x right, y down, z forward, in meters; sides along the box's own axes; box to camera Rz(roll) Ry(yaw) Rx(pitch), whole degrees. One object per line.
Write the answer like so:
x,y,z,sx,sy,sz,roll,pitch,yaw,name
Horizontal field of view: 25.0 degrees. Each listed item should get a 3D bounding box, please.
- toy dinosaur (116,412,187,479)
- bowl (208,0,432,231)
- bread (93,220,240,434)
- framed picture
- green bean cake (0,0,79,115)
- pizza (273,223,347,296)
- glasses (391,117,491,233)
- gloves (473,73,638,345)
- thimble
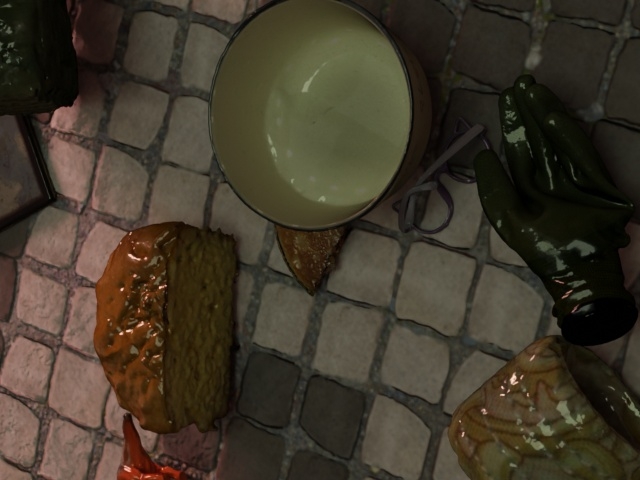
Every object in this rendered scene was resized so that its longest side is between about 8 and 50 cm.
-0.190,0.295,1.597,0.101,0.055,0.279,11,120,27,toy dinosaur
0.014,-0.127,1.468,0.238,0.126,0.238,1,92,30,bowl
-0.171,0.093,1.585,0.139,0.143,0.229,3,90,41,bread
-0.478,-0.157,1.817,0.265,0.016,0.347,-24,80,28,framed picture
-0.349,-0.265,1.606,0.132,0.241,0.255,-4,88,-1,green bean cake
-0.009,0.009,1.547,0.100,0.029,0.099,9,104,32,pizza
0.104,-0.056,1.431,0.062,0.104,0.140,45,115,19,glasses
0.223,-0.030,1.360,0.135,0.107,0.268,-18,70,9,gloves
0.226,0.195,1.351,0.143,0.137,0.190,-43,82,25,thimble
